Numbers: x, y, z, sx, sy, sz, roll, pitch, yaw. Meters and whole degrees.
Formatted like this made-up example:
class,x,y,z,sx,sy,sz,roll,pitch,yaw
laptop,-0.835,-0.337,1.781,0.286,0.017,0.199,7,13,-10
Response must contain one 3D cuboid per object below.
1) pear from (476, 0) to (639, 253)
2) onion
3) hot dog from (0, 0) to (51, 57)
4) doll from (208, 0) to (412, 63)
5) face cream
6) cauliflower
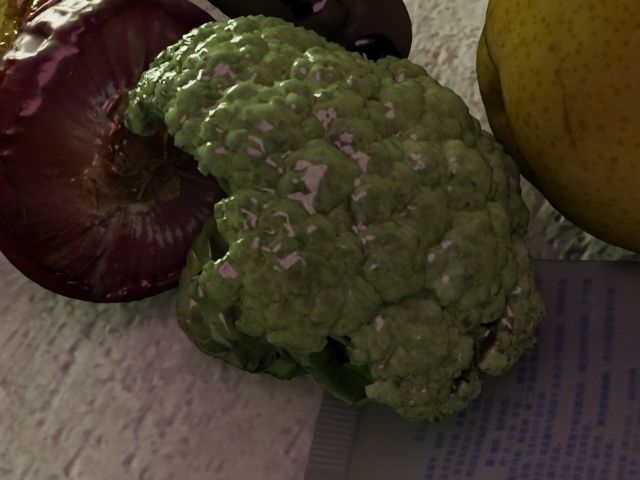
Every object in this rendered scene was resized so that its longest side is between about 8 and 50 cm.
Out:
class,x,y,z,sx,sy,sz,roll,pitch,yaw
pear,0.258,-0.136,1.068,0.314,0.314,0.314,-4,60,6
onion,-0.154,-0.075,1.156,0.230,0.230,0.163,-39,27,-14
hot dog,-0.172,-0.228,1.265,0.123,0.093,0.261,18,53,6
doll,-0.023,-0.190,1.168,0.117,0.257,0.182,-36,42,8
face cream,0.200,0.106,1.042,0.420,0.137,0.235,2,60,19
cauliflower,0.000,0.000,1.050,0.272,0.250,0.275,12,51,-30
